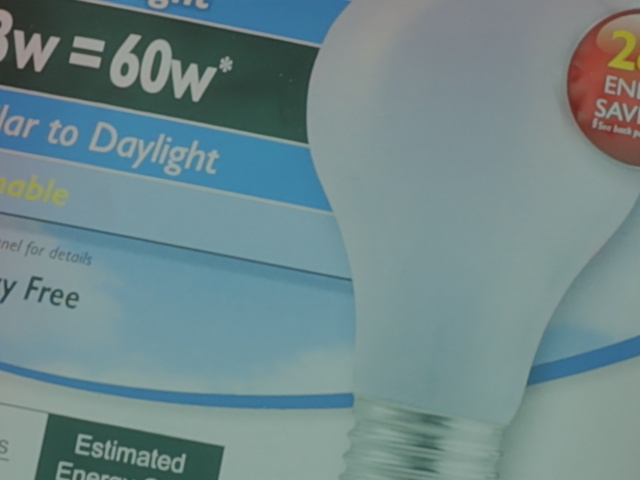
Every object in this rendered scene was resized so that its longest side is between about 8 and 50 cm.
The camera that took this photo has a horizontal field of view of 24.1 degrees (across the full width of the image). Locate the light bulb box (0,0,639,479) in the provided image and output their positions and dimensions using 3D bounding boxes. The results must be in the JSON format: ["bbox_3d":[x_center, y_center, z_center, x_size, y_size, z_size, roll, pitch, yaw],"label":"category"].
[{"bbox_3d":[0.000,0.000,0.690,0.357,0.225,0.361,10,81,-1],"label":"light bulb box"}]
